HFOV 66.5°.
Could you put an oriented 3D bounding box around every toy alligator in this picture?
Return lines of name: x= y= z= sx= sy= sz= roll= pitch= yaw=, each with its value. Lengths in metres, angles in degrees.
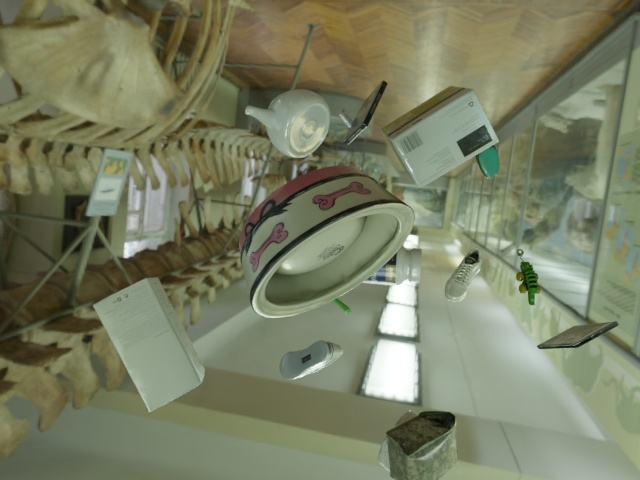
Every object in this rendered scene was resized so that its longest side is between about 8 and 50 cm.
toy alligator: x=0.617 y=0.098 z=1.449 sx=0.056 sy=0.190 sz=0.051 roll=3 pitch=151 yaw=-4

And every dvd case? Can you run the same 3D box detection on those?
dvd case: x=0.185 y=-0.525 z=2.015 sx=0.029 sy=0.239 sz=0.179 roll=30 pitch=157 yaw=-13
dvd case: x=0.831 y=0.311 z=1.593 sx=0.164 sy=0.018 sz=0.221 roll=-24 pitch=171 yaw=-11

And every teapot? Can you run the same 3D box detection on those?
teapot: x=-0.098 y=-0.429 z=1.723 sx=0.187 sy=0.252 sz=0.256 roll=37 pitch=166 yaw=30

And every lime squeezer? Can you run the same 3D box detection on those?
lime squeezer: x=0.011 y=0.102 z=1.457 sx=0.110 sy=0.059 sz=0.310 roll=-28 pitch=-142 yaw=16

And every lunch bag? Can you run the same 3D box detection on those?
lunch bag: x=0.418 y=0.823 z=1.932 sx=0.287 sy=0.235 sz=0.169 roll=-18 pitch=-155 yaw=-22

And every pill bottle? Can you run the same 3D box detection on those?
pill bottle: x=0.224 y=0.082 z=1.745 sx=0.264 sy=0.153 sz=0.153 roll=3 pitch=-175 yaw=11

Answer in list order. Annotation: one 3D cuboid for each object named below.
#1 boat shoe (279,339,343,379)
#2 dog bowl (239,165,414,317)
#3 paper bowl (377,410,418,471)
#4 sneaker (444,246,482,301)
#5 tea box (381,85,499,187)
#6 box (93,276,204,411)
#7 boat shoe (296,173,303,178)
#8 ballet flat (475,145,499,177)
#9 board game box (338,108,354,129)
boat shoe: x=-0.031 y=0.392 z=1.576 sx=0.084 sy=0.095 sz=0.258 roll=16 pitch=148 yaw=-39
dog bowl: x=0.000 y=0.000 z=1.099 sx=0.408 sy=0.408 sz=0.150 roll=0 pitch=-130 yaw=-49
paper bowl: x=0.405 y=0.948 z=2.257 sx=0.148 sy=0.284 sz=0.284 roll=28 pitch=-163 yaw=32
sneaker: x=0.534 y=0.126 z=1.826 sx=0.090 sy=0.235 sz=0.095 roll=25 pitch=150 yaw=20
tea box: x=0.440 y=-0.404 z=1.864 sx=0.329 sy=0.220 sz=0.323 roll=-31 pitch=-164 yaw=9
box: x=-0.505 y=0.300 z=1.476 sx=0.168 sy=0.345 sz=0.215 roll=-27 pitch=-179 yaw=-12
boat shoe: x=-0.092 y=-0.286 z=2.314 sx=0.046 sy=0.038 sz=0.125 roll=9 pitch=-142 yaw=-7
ballet flat: x=0.724 y=-0.415 z=2.176 sx=0.095 sy=0.280 sz=0.096 roll=-20 pitch=-168 yaw=7
board game box: x=0.122 y=-0.553 z=2.231 sx=0.090 sy=0.020 sz=0.090 roll=47 pitch=-155 yaw=-15
